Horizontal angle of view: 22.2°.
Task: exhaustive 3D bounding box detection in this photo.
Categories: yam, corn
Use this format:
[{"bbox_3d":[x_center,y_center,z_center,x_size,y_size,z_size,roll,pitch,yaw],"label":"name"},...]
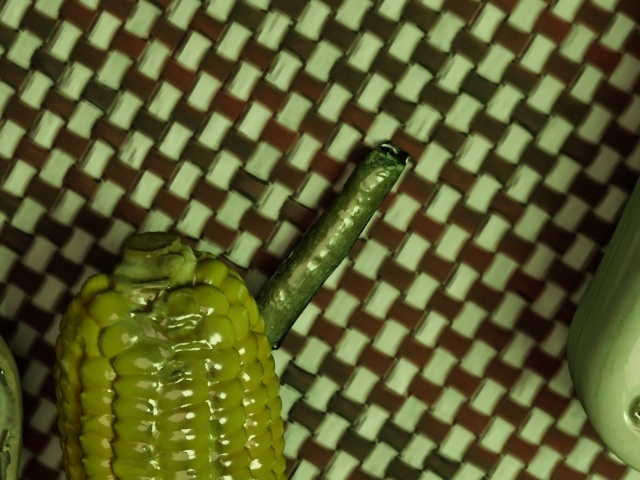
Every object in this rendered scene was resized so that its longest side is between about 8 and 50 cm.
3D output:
[{"bbox_3d":[0.000,0.000,0.872,0.033,0.027,0.129,34,100,-4],"label":"yam"},{"bbox_3d":[-0.071,0.173,0.862,0.120,0.120,0.363,-2,106,4],"label":"corn"}]

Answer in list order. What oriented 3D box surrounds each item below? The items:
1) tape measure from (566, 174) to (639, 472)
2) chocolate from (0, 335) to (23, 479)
[{"bbox_3d":[0.258,0.012,0.809,0.265,0.130,0.258,22,99,-1],"label":"tape measure"},{"bbox_3d":[-0.277,0.075,0.874,0.261,0.083,0.161,12,118,2],"label":"chocolate"}]
